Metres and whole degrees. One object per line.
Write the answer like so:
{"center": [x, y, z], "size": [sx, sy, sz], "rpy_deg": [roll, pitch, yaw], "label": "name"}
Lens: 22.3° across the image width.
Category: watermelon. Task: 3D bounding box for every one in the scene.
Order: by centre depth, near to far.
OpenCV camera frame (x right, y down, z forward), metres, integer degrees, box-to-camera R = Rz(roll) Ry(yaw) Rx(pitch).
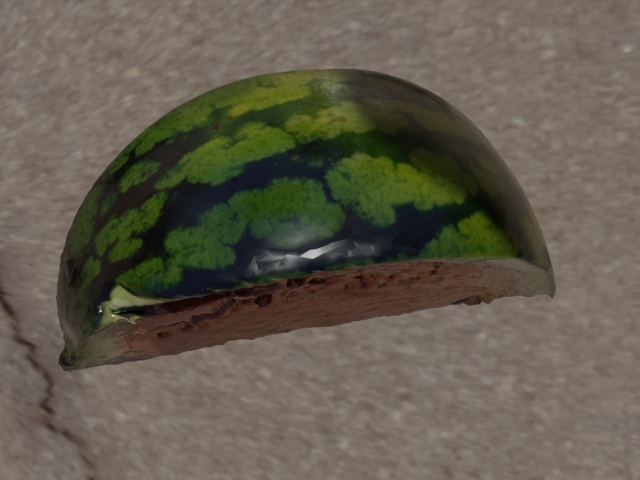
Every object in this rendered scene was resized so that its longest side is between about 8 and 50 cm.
{"center": [0.004, -0.001, 0.477], "size": [0.163, 0.069, 0.087], "rpy_deg": [-10, 111, -16], "label": "watermelon"}
